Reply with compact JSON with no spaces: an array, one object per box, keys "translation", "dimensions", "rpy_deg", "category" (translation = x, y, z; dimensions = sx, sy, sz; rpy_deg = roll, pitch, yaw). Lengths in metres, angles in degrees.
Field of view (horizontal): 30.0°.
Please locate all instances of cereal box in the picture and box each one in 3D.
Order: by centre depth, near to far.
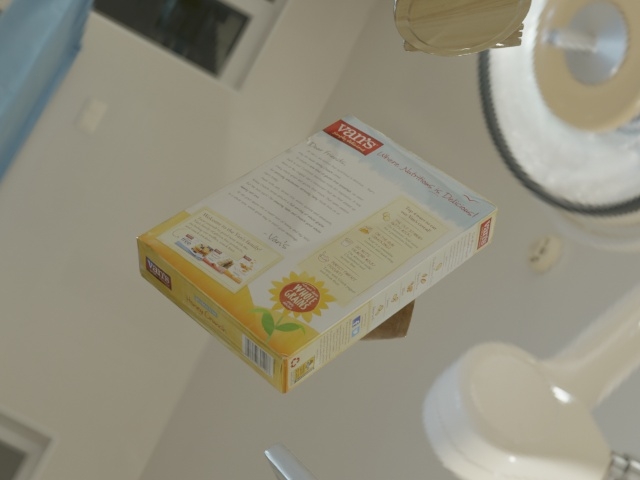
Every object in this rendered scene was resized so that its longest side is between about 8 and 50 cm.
[{"translation":[0.000,0.000,0.953],"dimensions":[0.240,0.173,0.047],"rpy_deg":[-32,143,-31],"category":"cereal box"}]

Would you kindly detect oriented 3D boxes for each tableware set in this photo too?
[{"translation":[0.090,-0.145,0.512],"dimensions":[0.169,0.141,0.020],"rpy_deg":[63,17,-53],"category":"tableware set"}]

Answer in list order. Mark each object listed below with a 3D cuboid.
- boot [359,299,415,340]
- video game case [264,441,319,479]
[{"translation":[0.060,-0.007,1.371],"dimensions":[0.112,0.115,0.305],"rpy_deg":[-70,165,-49],"category":"boot"},{"translation":[0.023,0.258,0.937],"dimensions":[0.022,0.173,0.190],"rpy_deg":[-29,-167,-13],"category":"video game case"}]
